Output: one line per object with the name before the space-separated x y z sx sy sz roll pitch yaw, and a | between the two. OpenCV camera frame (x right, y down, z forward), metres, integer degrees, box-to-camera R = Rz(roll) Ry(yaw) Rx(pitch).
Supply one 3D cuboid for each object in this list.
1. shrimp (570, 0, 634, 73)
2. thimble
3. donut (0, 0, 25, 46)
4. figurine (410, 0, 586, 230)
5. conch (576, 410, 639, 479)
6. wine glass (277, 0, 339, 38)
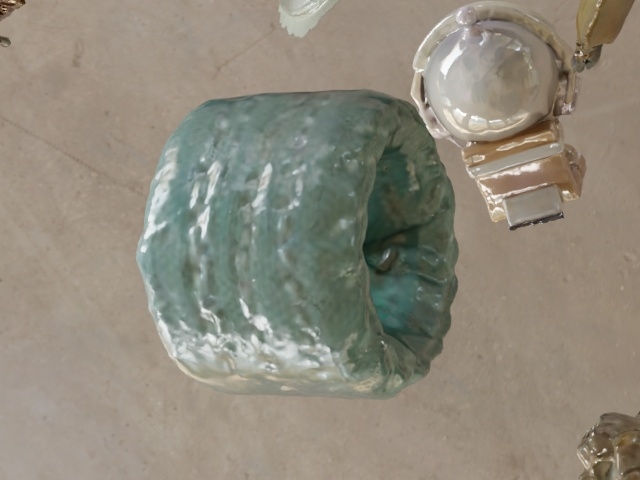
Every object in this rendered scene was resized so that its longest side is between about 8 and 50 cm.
shrimp | 0.200 -0.220 0.402 0.068 0.185 0.287 29 93 21
thimble | 0.000 0.000 0.576 0.143 0.235 0.198 -2 102 23
donut | -0.218 -0.139 0.360 0.085 0.217 0.141 -20 102 34
figurine | 0.182 -0.133 0.869 0.163 0.141 0.236 -17 119 27
conch | 0.300 0.157 0.549 0.297 0.352 0.209 -20 98 13
wine glass | -0.126 -0.407 1.025 0.323 0.238 0.238 18 120 -27
